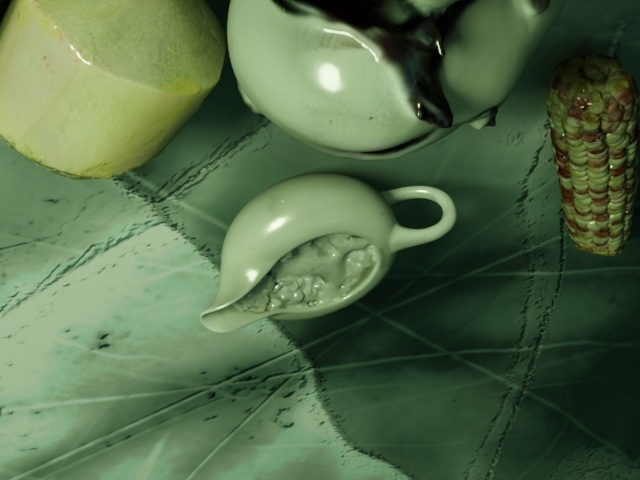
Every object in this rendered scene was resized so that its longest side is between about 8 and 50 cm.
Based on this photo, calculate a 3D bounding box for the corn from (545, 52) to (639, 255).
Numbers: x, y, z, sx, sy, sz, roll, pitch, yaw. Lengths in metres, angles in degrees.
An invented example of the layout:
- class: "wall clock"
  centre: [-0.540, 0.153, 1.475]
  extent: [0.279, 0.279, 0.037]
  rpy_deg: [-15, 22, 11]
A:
- class: "corn"
  centre: [0.232, -0.064, 1.449]
  extent: [0.079, 0.079, 0.237]
  rpy_deg: [-19, 141, -3]

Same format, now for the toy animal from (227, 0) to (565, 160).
- class: "toy animal"
  centre: [0.044, -0.189, 1.116]
  extent: [0.251, 0.251, 0.310]
  rpy_deg: [-10, 148, -14]

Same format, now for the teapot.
- class: "teapot"
  centre: [0.000, 0.000, 1.409]
  extent: [0.226, 0.092, 0.145]
  rpy_deg: [-21, 144, -2]

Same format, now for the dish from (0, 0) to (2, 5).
- class: "dish"
  centre: [-0.286, -0.156, 1.090]
  extent: [0.221, 0.108, 0.262]
  rpy_deg: [15, 129, -37]

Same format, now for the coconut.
- class: "coconut"
  centre: [-0.143, -0.129, 1.157]
  extent: [0.147, 0.147, 0.152]
  rpy_deg: [12, 132, -34]
